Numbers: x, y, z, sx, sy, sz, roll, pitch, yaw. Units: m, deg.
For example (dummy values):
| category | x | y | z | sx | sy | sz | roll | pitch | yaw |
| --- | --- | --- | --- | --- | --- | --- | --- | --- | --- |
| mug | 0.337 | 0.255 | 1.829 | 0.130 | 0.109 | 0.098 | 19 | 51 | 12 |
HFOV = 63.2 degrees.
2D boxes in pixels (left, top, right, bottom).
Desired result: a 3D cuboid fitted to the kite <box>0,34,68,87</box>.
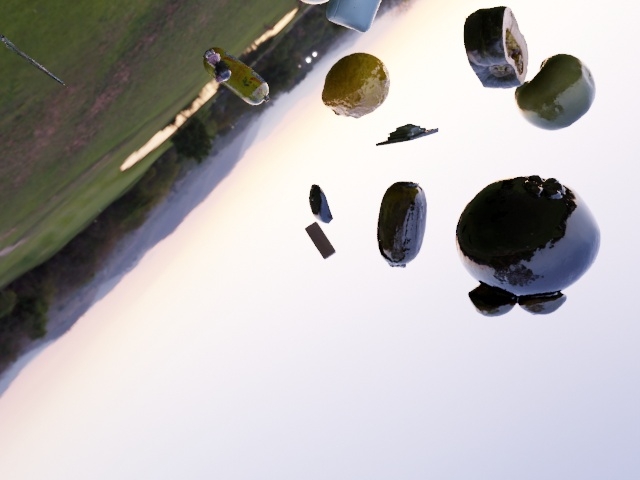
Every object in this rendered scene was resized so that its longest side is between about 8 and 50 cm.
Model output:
| category | x | y | z | sx | sy | sz | roll | pitch | yaw |
| --- | --- | --- | --- | --- | --- | --- | --- | --- | --- |
| kite | -0.798 | -0.501 | 1.394 | 0.013 | 0.268 | 0.323 | -56 | -151 | -5 |

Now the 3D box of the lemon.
| category | x | y | z | sx | sy | sz | roll | pitch | yaw |
| --- | --- | --- | --- | --- | --- | --- | --- | --- | --- |
| lemon | 0.079 | -0.353 | 1.196 | 0.187 | 0.142 | 0.142 | -9 | -145 | 43 |

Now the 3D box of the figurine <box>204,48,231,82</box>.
| category | x | y | z | sx | sy | sz | roll | pitch | yaw |
| --- | --- | --- | --- | --- | --- | --- | --- | --- | --- |
| figurine | -0.383 | -0.647 | 1.925 | 0.054 | 0.129 | 0.072 | -30 | -179 | 44 |

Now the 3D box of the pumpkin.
| category | x | y | z | sx | sy | sz | roll | pitch | yaw |
| --- | --- | --- | --- | --- | --- | --- | --- | --- | --- |
| pumpkin | 0.574 | -0.633 | 1.685 | 0.139 | 0.317 | 0.221 | -3 | -105 | 38 |

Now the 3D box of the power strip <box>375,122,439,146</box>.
| category | x | y | z | sx | sy | sz | roll | pitch | yaw |
| --- | --- | --- | --- | --- | --- | --- | --- | --- | --- |
| power strip | 0.356 | -0.452 | 2.175 | 0.198 | 0.064 | 0.213 | -26 | -161 | -36 |

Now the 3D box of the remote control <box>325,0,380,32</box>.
| category | x | y | z | sx | sy | sz | roll | pitch | yaw |
| --- | --- | --- | --- | --- | --- | --- | --- | --- | --- |
| remote control | 0.102 | -0.561 | 1.017 | 0.051 | 0.103 | 0.293 | -87 | -164 | -53 |

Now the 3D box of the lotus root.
| category | x | y | z | sx | sy | sz | roll | pitch | yaw |
| --- | --- | --- | --- | --- | --- | --- | --- | --- | --- |
| lotus root | 0.328 | -0.057 | 2.102 | 0.196 | 0.397 | 0.179 | 21 | -149 | 36 |

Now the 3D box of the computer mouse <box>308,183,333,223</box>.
| category | x | y | z | sx | sy | sz | roll | pitch | yaw |
| --- | --- | --- | --- | --- | --- | --- | --- | --- | --- |
| computer mouse | -0.007 | -0.120 | 1.786 | 0.057 | 0.172 | 0.099 | -26 | -137 | -11 |

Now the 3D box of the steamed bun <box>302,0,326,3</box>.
| category | x | y | z | sx | sy | sz | roll | pitch | yaw |
| --- | --- | --- | --- | --- | --- | --- | --- | --- | --- |
| steamed bun | 0.004 | -0.830 | 1.563 | 0.145 | 0.232 | 0.232 | -9 | 163 | -48 |

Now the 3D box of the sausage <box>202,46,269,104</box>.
| category | x | y | z | sx | sy | sz | roll | pitch | yaw |
| --- | --- | --- | --- | --- | --- | --- | --- | --- | --- |
| sausage | -0.353 | -0.686 | 2.172 | 0.123 | 0.347 | 0.123 | -53 | 175 | -7 |

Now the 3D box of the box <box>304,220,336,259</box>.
| category | x | y | z | sx | sy | sz | roll | pitch | yaw |
| --- | --- | --- | --- | --- | --- | --- | --- | --- | --- |
| box | 0.000 | 0.000 | 1.560 | 0.048 | 0.115 | 0.025 | -34 | 173 | 0 |

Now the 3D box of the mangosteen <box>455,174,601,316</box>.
| category | x | y | z | sx | sy | sz | roll | pitch | yaw |
| --- | --- | --- | --- | --- | --- | --- | --- | --- | --- |
| mangosteen | 0.567 | 0.027 | 1.476 | 0.382 | 0.382 | 0.435 | -63 | 162 | -54 |

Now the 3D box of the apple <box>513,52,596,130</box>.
| category | x | y | z | sx | sy | sz | roll | pitch | yaw |
| --- | --- | --- | --- | --- | --- | --- | --- | --- | --- |
| apple | 0.933 | -0.574 | 2.049 | 0.295 | 0.258 | 0.233 | -45 | -174 | 20 |
